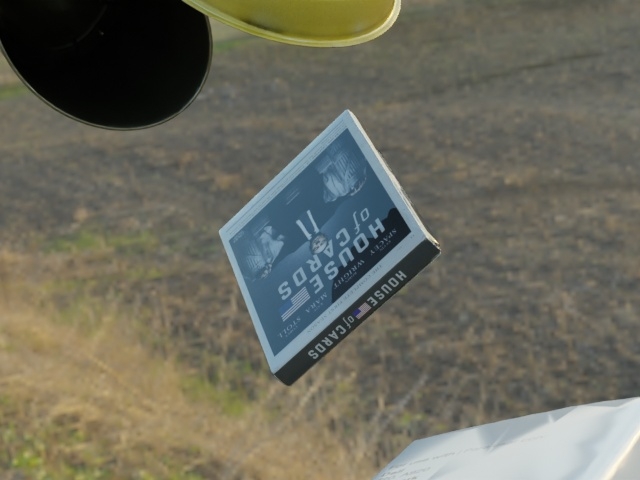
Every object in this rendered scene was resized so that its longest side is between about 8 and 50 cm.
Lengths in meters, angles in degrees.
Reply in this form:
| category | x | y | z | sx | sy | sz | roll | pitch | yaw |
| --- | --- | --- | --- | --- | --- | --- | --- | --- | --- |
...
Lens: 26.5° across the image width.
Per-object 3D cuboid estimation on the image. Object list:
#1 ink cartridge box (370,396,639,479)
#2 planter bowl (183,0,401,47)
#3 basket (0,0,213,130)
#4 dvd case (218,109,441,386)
| category | x | y | z | sx | sy | sz | roll | pitch | yaw |
| --- | --- | --- | --- | --- | --- | --- | --- | --- | --- |
| ink cartridge box | 0.055 | 0.192 | 0.427 | 0.117 | 0.201 | 0.278 | -18 | 5 | 31 |
| planter bowl | -0.027 | -0.242 | 0.988 | 0.217 | 0.090 | 0.217 | 14 | 40 | -12 |
| basket | -0.222 | -0.208 | 1.173 | 0.154 | 0.204 | 0.227 | -53 | 35 | 0 |
| dvd case | 0.000 | 0.000 | 1.227 | 0.179 | 0.029 | 0.239 | -43 | 33 | 11 |
